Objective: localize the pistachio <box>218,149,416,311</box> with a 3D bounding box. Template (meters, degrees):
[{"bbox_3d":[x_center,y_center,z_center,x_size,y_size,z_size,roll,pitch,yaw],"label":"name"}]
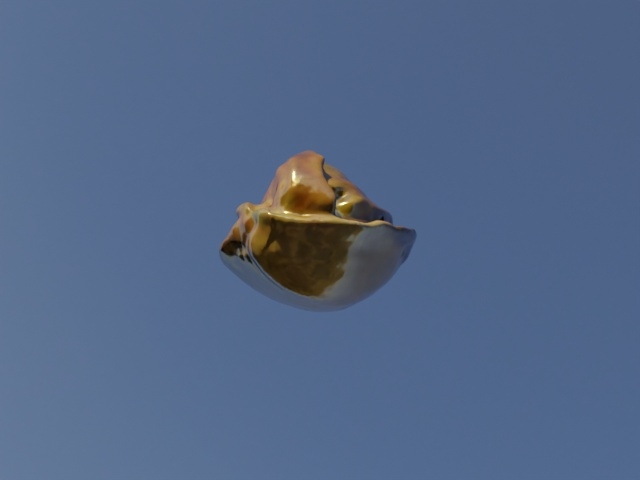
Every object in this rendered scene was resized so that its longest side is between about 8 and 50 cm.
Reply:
[{"bbox_3d":[0.000,0.000,0.975,0.165,0.210,0.130,-4,-108,15],"label":"pistachio"}]
